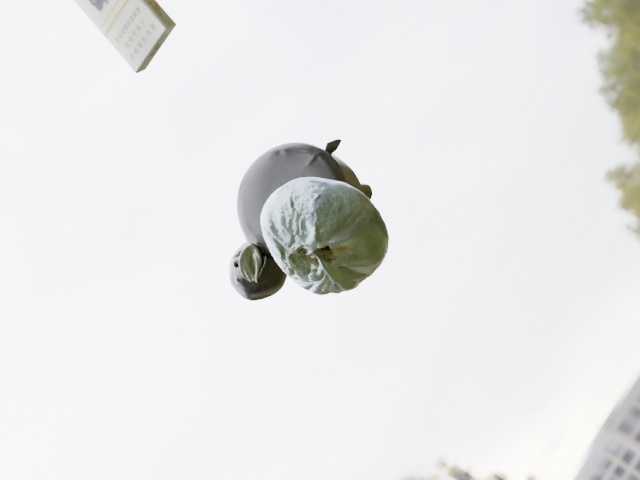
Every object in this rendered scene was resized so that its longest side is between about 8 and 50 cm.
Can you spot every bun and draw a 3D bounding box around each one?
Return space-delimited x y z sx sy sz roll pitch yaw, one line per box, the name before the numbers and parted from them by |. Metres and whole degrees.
bun | 0.000 0.000 1.647 0.141 0.141 0.083 105 -167 -44

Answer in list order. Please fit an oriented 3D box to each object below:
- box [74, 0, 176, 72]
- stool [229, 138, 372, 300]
box | -0.254 -0.295 1.911 0.024 0.167 0.090 -33 -10 -47
stool | -0.035 -0.029 2.062 0.228 0.153 0.139 -36 -23 13
